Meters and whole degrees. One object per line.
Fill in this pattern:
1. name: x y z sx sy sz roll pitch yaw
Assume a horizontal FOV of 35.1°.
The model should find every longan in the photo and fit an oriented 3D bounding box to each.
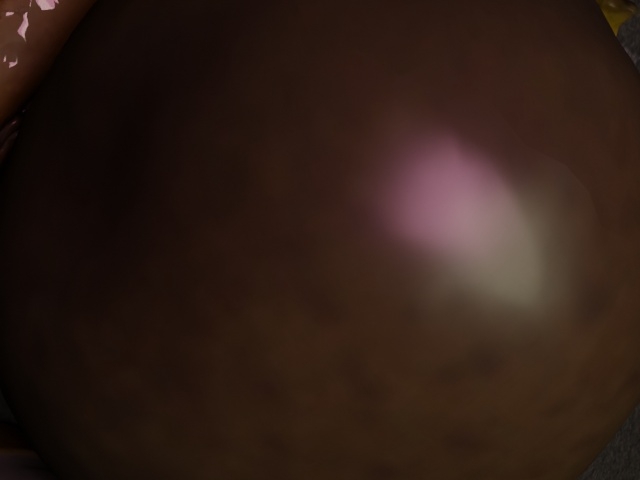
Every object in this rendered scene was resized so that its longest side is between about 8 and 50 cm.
1. longan: 0.000 0.000 0.526 0.361 0.361 0.361 -16 115 -39

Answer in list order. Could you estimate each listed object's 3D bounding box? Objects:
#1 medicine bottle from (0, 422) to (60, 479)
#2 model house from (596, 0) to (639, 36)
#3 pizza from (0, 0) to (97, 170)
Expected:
1. medicine bottle: -0.178 0.249 0.559 0.238 0.232 0.238 -17 116 -39
2. model house: 0.105 -0.079 0.750 0.193 0.174 0.234 -7 106 -43
3. pizza: -0.134 -0.239 0.458 0.392 0.080 0.435 -41 149 -24
